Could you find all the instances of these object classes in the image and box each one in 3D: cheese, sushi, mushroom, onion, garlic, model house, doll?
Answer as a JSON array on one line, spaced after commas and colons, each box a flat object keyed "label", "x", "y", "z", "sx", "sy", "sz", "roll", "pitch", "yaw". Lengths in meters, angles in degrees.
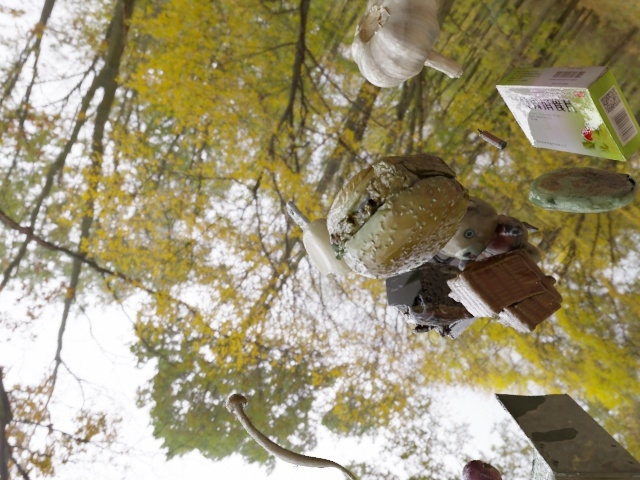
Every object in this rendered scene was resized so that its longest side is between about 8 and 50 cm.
[{"label": "cheese", "x": -0.003, "y": -0.013, "z": 1.324, "sx": 0.070, "sy": 0.163, "sz": 0.249, "roll": -32, "pitch": -104, "yaw": -17}, {"label": "sushi", "x": 0.372, "y": 0.195, "z": 1.842, "sx": 0.227, "sy": 0.215, "sz": 0.213, "roll": 20, "pitch": -129, "yaw": -35}, {"label": "mushroom", "x": -0.073, "y": 0.371, "z": 1.064, "sx": 0.306, "sy": 0.043, "sz": 0.068, "roll": 24, "pitch": -132, "yaw": 35}, {"label": "onion", "x": 0.440, "y": 0.654, "z": 1.563, "sx": 0.115, "sy": 0.105, "sz": 0.115, "roll": 5, "pitch": -169, "yaw": -1}, {"label": "garlic", "x": 0.187, "y": -0.379, "z": 1.106, "sx": 0.225, "sy": 0.199, "sz": 0.199, "roll": 16, "pitch": -147, "yaw": -22}, {"label": "model house", "x": 0.439, "y": 0.132, "z": 1.392, "sx": 0.229, "sy": 0.219, "sz": 0.199, "roll": -22, "pitch": -100, "yaw": -52}, {"label": "doll", "x": 0.424, "y": -0.022, "z": 1.516, "sx": 0.329, "sy": 0.235, "sz": 0.174, "roll": 19, "pitch": -117, "yaw": -24}]

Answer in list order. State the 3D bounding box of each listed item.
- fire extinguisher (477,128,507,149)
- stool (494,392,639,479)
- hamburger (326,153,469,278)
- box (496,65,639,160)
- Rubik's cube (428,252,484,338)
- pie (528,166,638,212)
[{"label": "fire extinguisher", "x": 0.428, "y": -0.256, "z": 1.436, "sx": 0.083, "sy": 0.022, "sz": 0.028, "roll": 44, "pitch": 179, "yaw": 38}, {"label": "stool", "x": 0.429, "y": 0.456, "z": 1.065, "sx": 0.170, "sy": 0.244, "sz": 0.270, "roll": 3, "pitch": -167, "yaw": -7}, {"label": "hamburger", "x": 0.118, "y": -0.029, "z": 0.810, "sx": 0.215, "sy": 0.189, "sz": 0.122, "roll": 1, "pitch": -130, "yaw": -47}, {"label": "box", "x": 0.483, "y": -0.254, "z": 1.130, "sx": 0.175, "sy": 0.062, "sz": 0.260, "roll": 47, "pitch": 177, "yaw": -25}, {"label": "Rubik's cube", "x": 0.504, "y": 0.147, "z": 2.235, "sx": 0.316, "sy": 0.313, "sz": 0.318, "roll": 49, "pitch": -178, "yaw": 33}, {"label": "pie", "x": 0.624, "y": -0.122, "z": 1.367, "sx": 0.240, "sy": 0.054, "sz": 0.240, "roll": -8, "pitch": -155, "yaw": 4}]
